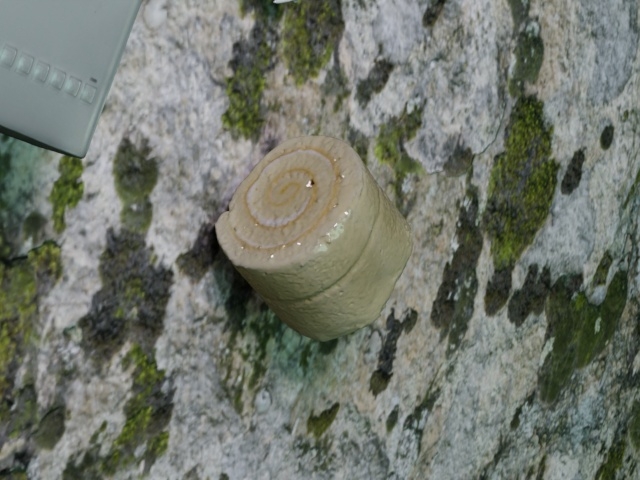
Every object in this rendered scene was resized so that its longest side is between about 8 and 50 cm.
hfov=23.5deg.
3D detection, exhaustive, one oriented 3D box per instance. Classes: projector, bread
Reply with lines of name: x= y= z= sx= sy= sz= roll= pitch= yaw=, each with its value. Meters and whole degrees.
projector: x=-0.231 y=-0.186 z=1.021 sx=0.250 sy=0.108 sz=0.198 roll=23 pitch=86 yaw=-53
bread: x=0.000 y=0.000 z=1.382 sx=0.148 sy=0.134 sz=0.141 roll=-49 pitch=139 yaw=-9

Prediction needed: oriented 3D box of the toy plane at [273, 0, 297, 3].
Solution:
toy plane: x=-0.047 y=-0.267 z=1.268 sx=0.234 sy=0.082 sz=0.160 roll=-11 pitch=124 yaw=-35
